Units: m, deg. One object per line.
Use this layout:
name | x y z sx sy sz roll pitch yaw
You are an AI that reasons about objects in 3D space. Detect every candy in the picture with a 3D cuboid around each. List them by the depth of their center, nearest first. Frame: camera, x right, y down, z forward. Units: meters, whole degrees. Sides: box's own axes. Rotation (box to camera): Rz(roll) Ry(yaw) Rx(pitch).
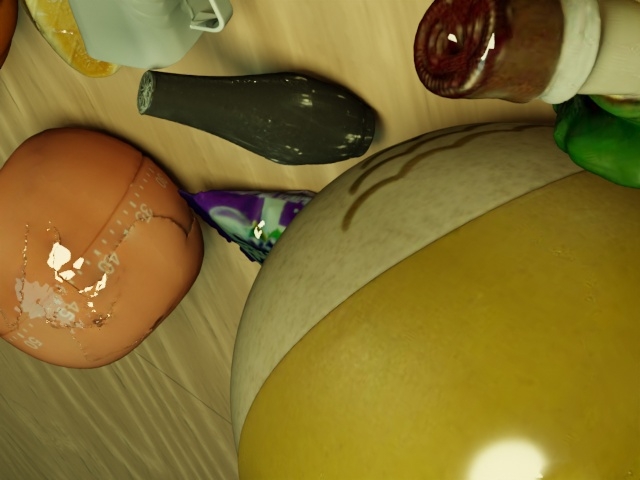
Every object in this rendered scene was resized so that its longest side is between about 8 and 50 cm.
candy | 0.000 0.000 1.261 0.275 0.070 0.145 6 153 34

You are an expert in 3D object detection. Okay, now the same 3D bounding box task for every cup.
cup | -0.132 -0.202 1.022 0.128 0.095 0.129 15 147 27

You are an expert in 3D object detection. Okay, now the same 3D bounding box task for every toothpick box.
toothpick box | 0.161 0.136 0.901 0.409 0.409 0.425 46 173 -28

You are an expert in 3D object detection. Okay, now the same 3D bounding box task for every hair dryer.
hair dryer | -0.081 -0.105 1.132 0.195 0.075 0.219 8 180 -26

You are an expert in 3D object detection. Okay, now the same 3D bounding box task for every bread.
bread | -0.217 -0.222 1.111 0.073 0.053 0.214 -8 140 9

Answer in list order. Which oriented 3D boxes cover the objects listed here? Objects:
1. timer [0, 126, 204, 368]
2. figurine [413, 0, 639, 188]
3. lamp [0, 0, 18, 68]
timer | -0.236 0.010 1.325 0.215 0.229 0.229 38 152 -10
figurine | 0.214 -0.096 0.675 0.370 0.281 0.167 7 161 -30
lamp | -0.357 -0.209 1.117 0.223 0.196 0.223 24 154 12
